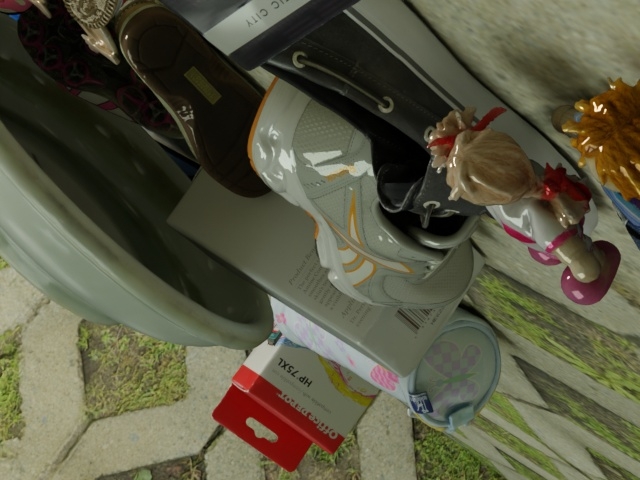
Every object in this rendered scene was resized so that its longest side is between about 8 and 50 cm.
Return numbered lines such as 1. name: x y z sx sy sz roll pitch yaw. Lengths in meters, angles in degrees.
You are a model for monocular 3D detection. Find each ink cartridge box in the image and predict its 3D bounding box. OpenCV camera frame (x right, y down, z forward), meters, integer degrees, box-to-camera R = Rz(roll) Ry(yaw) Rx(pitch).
1. ink cartridge box: -0.005 0.150 1.621 0.134 0.231 0.078 37 173 -17

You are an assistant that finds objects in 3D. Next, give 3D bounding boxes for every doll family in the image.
1. doll family: 0.157 0.009 0.577 0.263 0.118 0.163 52 -171 32

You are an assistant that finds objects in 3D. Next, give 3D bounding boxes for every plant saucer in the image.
1. plant saucer: -0.209 -0.037 1.191 0.400 0.100 0.400 46 -171 -10

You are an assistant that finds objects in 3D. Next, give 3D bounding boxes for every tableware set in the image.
1. tableware set: -0.205 -0.198 0.986 0.141 0.020 0.168 42 167 38

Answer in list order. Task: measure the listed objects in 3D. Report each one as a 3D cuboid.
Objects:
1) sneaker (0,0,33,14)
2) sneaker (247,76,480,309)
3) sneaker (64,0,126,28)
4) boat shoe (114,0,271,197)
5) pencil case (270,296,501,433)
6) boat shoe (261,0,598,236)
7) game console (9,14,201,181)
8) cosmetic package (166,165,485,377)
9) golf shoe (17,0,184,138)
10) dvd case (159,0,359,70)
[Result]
1. sneaker: -0.278 -0.229 1.136 0.170 0.063 0.075 36 175 26
2. sneaker: 0.056 -0.009 0.883 0.121 0.099 0.262 25 169 34
3. sneaker: -0.103 -0.174 0.793 0.042 0.067 0.118 39 142 -9
4. boat shoe: -0.089 -0.111 1.046 0.072 0.068 0.190 46 172 50
5. pencil case: 0.061 0.093 1.411 0.273 0.113 0.124 28 147 51
6. boat shoe: 0.052 -0.049 0.707 0.228 0.076 0.080 41 171 -35
7. game console: -0.235 -0.154 1.545 0.250 0.173 0.293 0 -158 -43
8. cosmetic package: 0.000 0.000 1.101 0.231 0.117 0.085 32 173 39
9. golf shoe: -0.182 -0.142 1.212 0.186 0.067 0.086 34 174 9
10. dvd case: -0.048 -0.149 0.390 0.221 0.018 0.164 37 139 -26
